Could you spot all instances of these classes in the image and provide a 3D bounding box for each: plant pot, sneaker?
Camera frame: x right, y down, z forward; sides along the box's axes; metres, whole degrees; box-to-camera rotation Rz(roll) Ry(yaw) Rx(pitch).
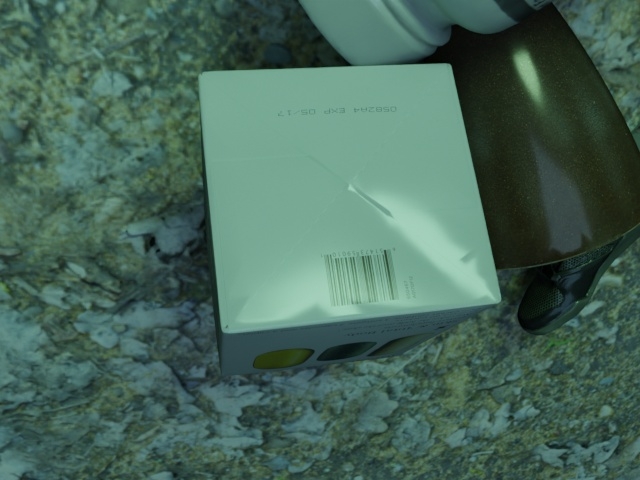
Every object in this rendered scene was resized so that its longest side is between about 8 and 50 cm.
[{"bbox_3d":[0.192,-0.123,0.645,0.215,0.215,0.230,-23,108,0],"label":"plant pot"},{"bbox_3d":[0.297,0.006,0.797,0.130,0.087,0.227,29,106,-24],"label":"sneaker"}]

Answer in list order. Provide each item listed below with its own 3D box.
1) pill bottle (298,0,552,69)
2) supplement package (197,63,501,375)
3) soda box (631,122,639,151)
[{"bbox_3d":[0.149,-0.277,0.447,0.361,0.204,0.204,-27,125,30],"label":"pill bottle"},{"bbox_3d":[0.000,0.000,0.581,0.199,0.198,0.262,-5,163,-11],"label":"supplement package"},{"bbox_3d":[0.484,-0.052,0.804,0.263,0.092,0.083,34,106,-27],"label":"soda box"}]
